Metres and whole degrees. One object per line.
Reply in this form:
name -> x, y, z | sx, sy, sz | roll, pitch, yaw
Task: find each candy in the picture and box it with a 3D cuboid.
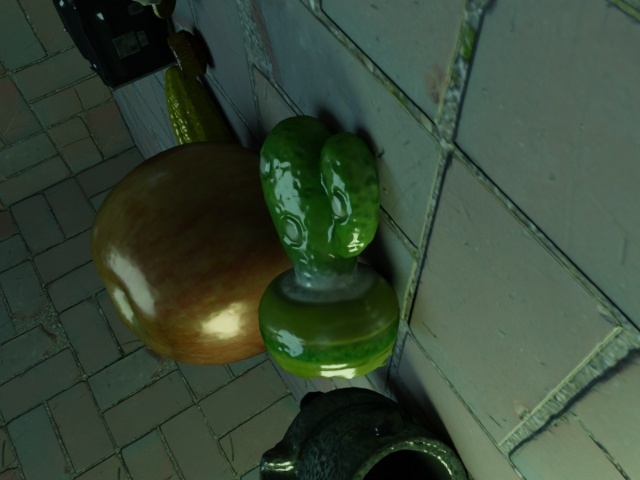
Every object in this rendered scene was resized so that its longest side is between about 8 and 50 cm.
candy -> -0.249, -0.247, 1.177 | 0.094, 0.106, 0.198 | -13, 101, 57

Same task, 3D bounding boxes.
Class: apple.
apple -> -0.194, 0.024, 1.030 | 0.391, 0.347, 0.391 | 48, 156, 29

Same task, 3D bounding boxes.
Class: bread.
bread -> -0.228, -0.326, 1.046 | 0.085, 0.053, 0.085 | 156, 90, -86

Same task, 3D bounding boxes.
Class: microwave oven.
microwave oven -> -0.419, -0.476, 1.146 | 0.237, 0.181, 0.295 | 55, 164, 23

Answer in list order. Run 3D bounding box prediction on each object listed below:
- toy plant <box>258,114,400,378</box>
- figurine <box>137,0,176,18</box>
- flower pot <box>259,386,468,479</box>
toy plant -> 0.000, 0.000, 0.752 | 0.224, 0.184, 0.315 | 31, 132, 53
figurine -> -0.261, -0.422, 0.817 | 0.143, 0.143, 0.271 | 55, 163, 20
flower pot -> 0.054, 0.391, 1.000 | 0.299, 0.299, 0.283 | 64, 160, -13
